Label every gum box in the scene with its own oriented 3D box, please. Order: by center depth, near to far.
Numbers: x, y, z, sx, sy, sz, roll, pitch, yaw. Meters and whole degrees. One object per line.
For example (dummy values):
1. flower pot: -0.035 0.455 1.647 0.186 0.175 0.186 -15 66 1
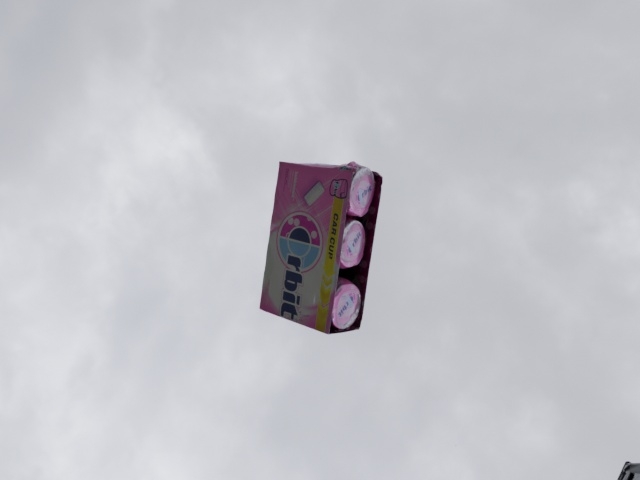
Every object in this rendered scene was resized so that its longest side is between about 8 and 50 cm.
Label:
1. gum box: 0.000 0.000 0.727 0.107 0.062 0.188 14 -80 38

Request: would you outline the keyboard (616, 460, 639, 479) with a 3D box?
1. keyboard: 0.297 0.306 0.646 0.023 0.108 0.180 37 -111 3
